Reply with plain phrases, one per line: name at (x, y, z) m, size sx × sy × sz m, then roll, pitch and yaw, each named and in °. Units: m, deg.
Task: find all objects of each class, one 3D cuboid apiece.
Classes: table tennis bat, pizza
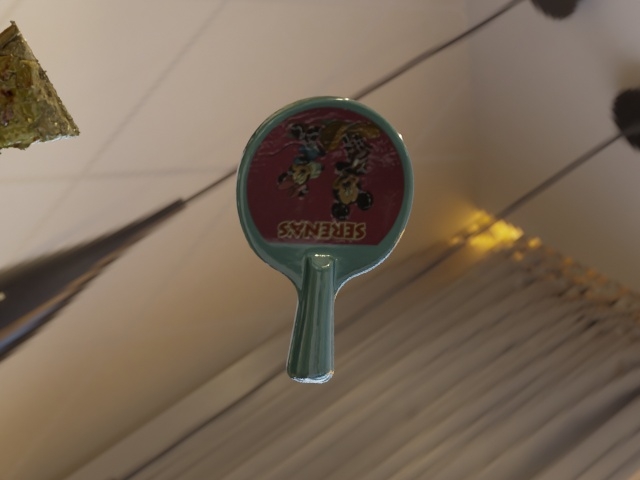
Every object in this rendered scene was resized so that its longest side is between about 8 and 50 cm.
table tennis bat at (0.000, 0.000, 1.277) m, size 0.040 × 0.152 × 0.244 m, roll -143°, pitch -122°, yaw -76°
pizza at (-0.255, -0.120, 1.306) m, size 0.108 × 0.123 × 0.026 m, roll 23°, pitch -4°, yaw -6°
